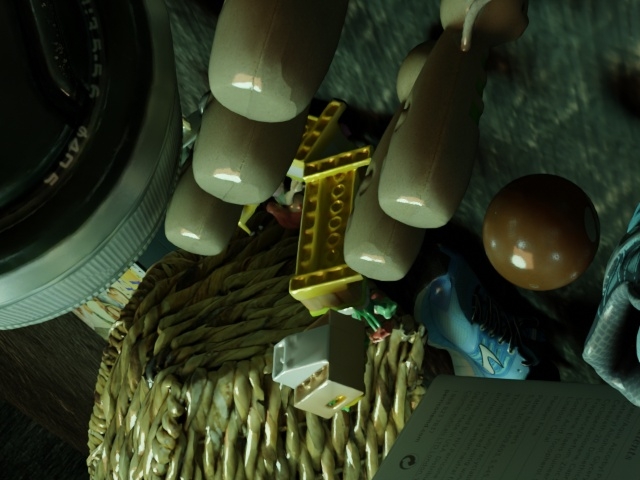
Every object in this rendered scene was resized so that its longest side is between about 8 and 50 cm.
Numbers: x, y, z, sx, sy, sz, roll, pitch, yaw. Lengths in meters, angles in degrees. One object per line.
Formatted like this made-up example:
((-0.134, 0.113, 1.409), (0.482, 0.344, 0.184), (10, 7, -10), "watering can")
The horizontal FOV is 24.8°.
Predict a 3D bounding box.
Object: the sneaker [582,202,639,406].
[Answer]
((0.191, 0.020, 0.594), (0.104, 0.125, 0.262), (37, 162, -1), "sneaker")

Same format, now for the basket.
((-0.065, 0.148, 1.012), (0.223, 0.213, 0.299), (-134, 35, -52), "basket")

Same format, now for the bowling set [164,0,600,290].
((0.042, -0.069, 0.691), (0.200, 0.154, 0.287), (21, 163, -8), "bowling set")

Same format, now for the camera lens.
((-0.181, -0.065, 0.744), (0.219, 0.219, 0.274), (38, 173, 0), "camera lens")

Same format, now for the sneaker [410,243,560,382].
((0.115, 0.055, 0.964), (0.073, 0.063, 0.162), (1, 148, 33), "sneaker")

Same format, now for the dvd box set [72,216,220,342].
((-0.217, 0.021, 1.481), (0.307, 0.062, 0.420), (44, 162, -19), "dvd box set")

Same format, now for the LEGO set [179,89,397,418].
((0.000, 0.000, 0.899), (0.107, 0.132, 0.287), (47, -177, -44), "LEGO set")

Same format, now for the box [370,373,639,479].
((0.207, 0.212, 0.804), (0.345, 0.168, 0.215), (-2, 131, 42), "box")
